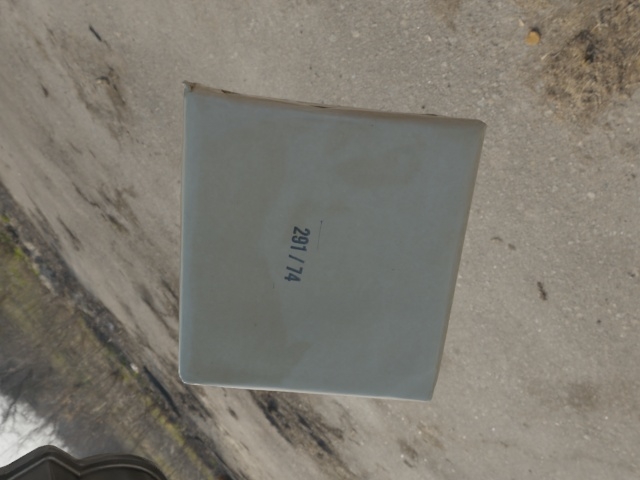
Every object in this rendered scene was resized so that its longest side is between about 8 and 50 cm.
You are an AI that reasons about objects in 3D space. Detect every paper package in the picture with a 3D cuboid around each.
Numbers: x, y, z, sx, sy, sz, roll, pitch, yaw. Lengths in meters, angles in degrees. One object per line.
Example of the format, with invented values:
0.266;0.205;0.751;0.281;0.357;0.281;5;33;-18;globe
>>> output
0.000;0.000;0.562;0.309;0.168;0.325;6;105;-2;paper package

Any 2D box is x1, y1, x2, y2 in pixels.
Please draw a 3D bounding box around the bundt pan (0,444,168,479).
-0.173;0.294;0.241;0.124;0.331;0.331;17;136;48;bundt pan
